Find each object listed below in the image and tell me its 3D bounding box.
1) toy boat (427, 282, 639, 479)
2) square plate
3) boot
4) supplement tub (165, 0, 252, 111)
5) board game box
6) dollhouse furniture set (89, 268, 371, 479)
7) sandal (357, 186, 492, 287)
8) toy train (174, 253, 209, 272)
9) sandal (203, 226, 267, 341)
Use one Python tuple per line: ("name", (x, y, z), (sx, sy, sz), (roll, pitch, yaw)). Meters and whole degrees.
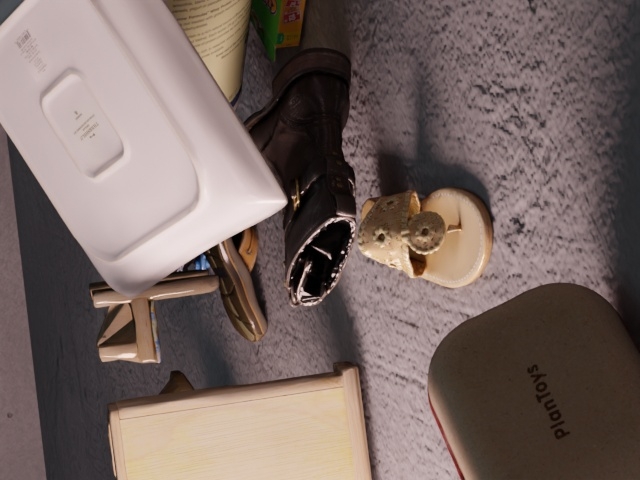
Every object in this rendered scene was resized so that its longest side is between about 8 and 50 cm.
("toy boat", (0.178, 0.155, 1.167), (0.151, 0.151, 0.231), (57, -171, -53))
("square plate", (-0.220, -0.121, 1.641), (0.344, 0.049, 0.347), (57, 143, -3))
("boot", (-0.024, -0.035, 1.609), (0.263, 0.091, 0.229), (115, 156, -54))
("supplement tub", (-0.185, -0.272, 1.725), (0.325, 0.235, 0.235), (100, 153, -43))
("board game box", (-0.042, -0.320, 1.702), (0.124, 0.039, 0.259), (-116, 29, -42))
("dollhouse furniture set", (-0.106, 0.220, 1.845), (0.394, 0.256, 0.362), (-171, 74, -81))
("sandal", (0.065, -0.001, 1.460), (0.240, 0.079, 0.088), (-170, 73, -70))
("toy train", (-0.181, -0.022, 2.150), (0.184, 0.080, 0.105), (109, 153, -52))
("sandal", (-0.099, 0.013, 1.972), (0.090, 0.060, 0.219), (-3, 110, 68))
